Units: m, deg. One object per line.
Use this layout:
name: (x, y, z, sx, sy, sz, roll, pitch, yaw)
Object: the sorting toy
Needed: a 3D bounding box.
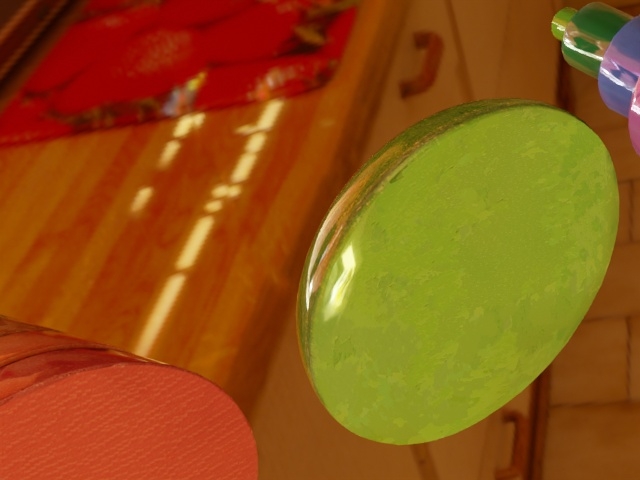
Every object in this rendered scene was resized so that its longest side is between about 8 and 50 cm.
sorting toy: (0.000, 0.000, 0.432, 0.366, 0.127, 0.126, -30, 42, -18)
